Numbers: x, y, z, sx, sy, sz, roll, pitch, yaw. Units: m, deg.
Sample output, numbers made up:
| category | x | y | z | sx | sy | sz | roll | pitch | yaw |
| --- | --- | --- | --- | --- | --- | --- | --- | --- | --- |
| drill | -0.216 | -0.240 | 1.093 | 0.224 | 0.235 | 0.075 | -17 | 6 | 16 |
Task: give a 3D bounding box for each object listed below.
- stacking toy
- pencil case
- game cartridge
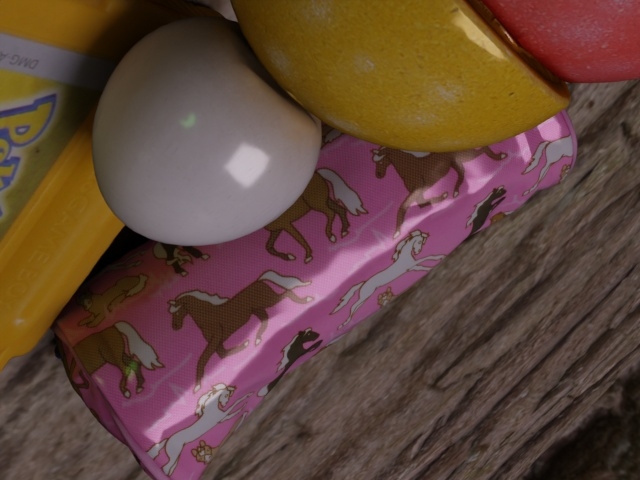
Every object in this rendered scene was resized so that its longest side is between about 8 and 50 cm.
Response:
| category | x | y | z | sx | sy | sz | roll | pitch | yaw |
| --- | --- | --- | --- | --- | --- | --- | --- | --- | --- |
| stacking toy | 0.071 | -0.156 | 0.648 | 0.480 | 0.350 | 0.351 | -40 | 155 | 15 |
| pencil case | 0.000 | 0.000 | 0.935 | 0.386 | 0.160 | 0.167 | -39 | -164 | -8 |
| game cartridge | -0.213 | -0.033 | 0.712 | 0.285 | 0.052 | 0.324 | -52 | 151 | 18 |
